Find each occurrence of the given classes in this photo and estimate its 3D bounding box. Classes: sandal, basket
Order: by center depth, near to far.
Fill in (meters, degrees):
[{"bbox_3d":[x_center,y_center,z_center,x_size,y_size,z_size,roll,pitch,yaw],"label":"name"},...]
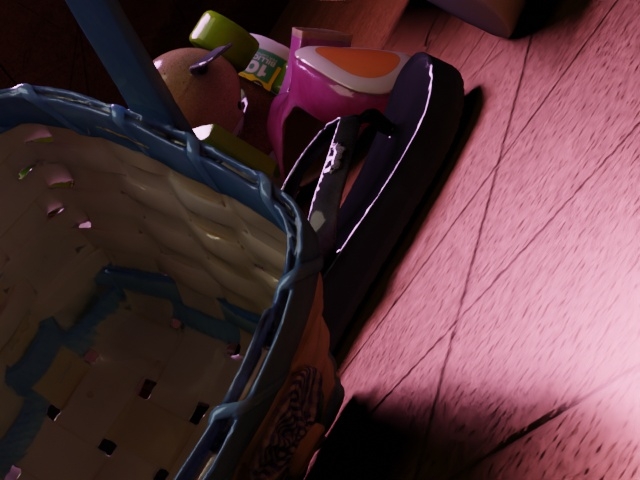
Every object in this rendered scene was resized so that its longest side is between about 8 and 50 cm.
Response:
[{"bbox_3d":[-0.116,0.041,0.573,0.254,0.201,0.289,-59,-36,-15],"label":"basket"},{"bbox_3d":[0.000,0.000,0.797,0.254,0.054,0.097,-61,9,-26],"label":"sandal"}]

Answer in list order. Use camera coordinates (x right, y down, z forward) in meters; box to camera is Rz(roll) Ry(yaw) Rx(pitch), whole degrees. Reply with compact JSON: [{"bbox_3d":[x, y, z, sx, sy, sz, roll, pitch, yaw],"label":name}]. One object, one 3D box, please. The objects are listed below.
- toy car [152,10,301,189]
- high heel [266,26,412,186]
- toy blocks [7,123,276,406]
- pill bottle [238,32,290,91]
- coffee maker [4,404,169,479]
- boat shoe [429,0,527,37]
[{"bbox_3d":[-0.080,-0.087,1.195,0.155,0.149,0.188,-58,-5,-2],"label":"toy car"},{"bbox_3d":[0.007,-0.071,1.071,0.244,0.082,0.117,-139,53,-70],"label":"high heel"},{"bbox_3d":[-0.172,0.076,1.112,0.381,0.191,0.260,-6,58,59],"label":"toy blocks"},{"bbox_3d":[-0.087,-0.064,1.374,0.208,0.118,0.117,-61,8,-30],"label":"pill bottle"},{"bbox_3d":[-0.155,0.113,0.847,0.120,0.178,0.171,-49,13,35],"label":"coffee maker"},{"bbox_3d":[0.079,-0.167,0.880,0.088,0.096,0.267,-60,-1,9],"label":"boat shoe"}]
